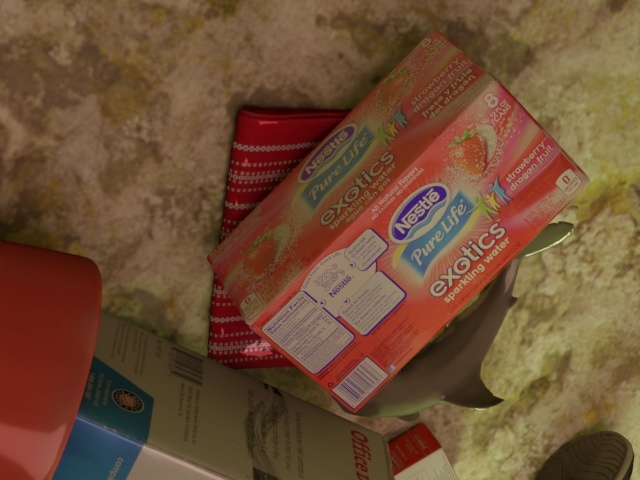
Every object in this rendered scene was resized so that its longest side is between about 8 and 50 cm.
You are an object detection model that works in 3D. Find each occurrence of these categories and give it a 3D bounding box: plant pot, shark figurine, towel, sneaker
[{"bbox_3d":[-0.344,0.103,1.390,0.243,0.275,0.275,22,106,-19],"label":"plant pot"},{"bbox_3d":[0.150,0.105,1.653,0.278,0.116,0.166,-45,139,-12],"label":"shark figurine"},{"bbox_3d":[0.000,0.000,1.596,0.199,0.031,0.274,-1,116,-21],"label":"towel"},{"bbox_3d":[0.278,0.310,1.849,0.222,0.083,0.118,-52,137,5],"label":"sneaker"}]

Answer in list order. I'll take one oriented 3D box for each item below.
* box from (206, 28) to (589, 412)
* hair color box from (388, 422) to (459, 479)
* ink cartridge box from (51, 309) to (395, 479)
[{"bbox_3d":[0.065,-0.019,1.507,0.300,0.142,0.154,-46,123,5],"label":"box"},{"bbox_3d":[0.061,0.274,1.745,0.167,0.053,0.093,-31,124,-6],"label":"hair color box"},{"bbox_3d":[-0.097,0.210,1.498,0.307,0.223,0.129,25,106,-10],"label":"ink cartridge box"}]
